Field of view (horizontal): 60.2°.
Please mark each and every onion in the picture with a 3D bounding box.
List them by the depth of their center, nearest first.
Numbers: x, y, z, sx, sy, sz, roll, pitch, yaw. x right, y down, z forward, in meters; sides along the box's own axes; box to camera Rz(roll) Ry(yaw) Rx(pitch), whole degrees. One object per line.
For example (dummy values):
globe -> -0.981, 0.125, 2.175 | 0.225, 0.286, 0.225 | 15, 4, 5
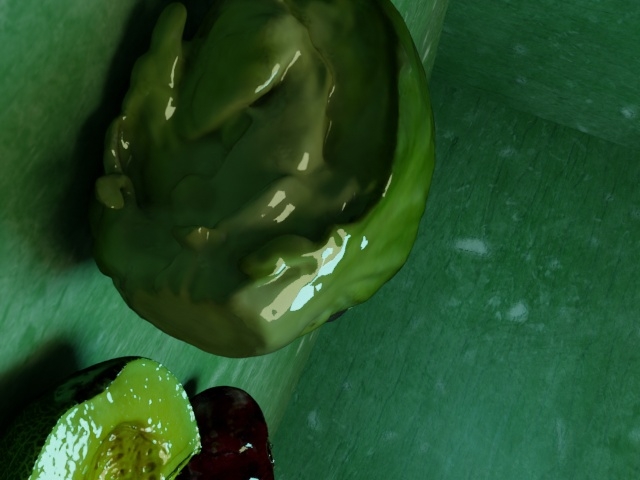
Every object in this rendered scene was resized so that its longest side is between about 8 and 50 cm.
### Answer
onion -> -0.184, 0.391, 0.956 | 0.221, 0.281, 0.281 | 10, -106, 55

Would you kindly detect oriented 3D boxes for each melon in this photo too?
melon -> -0.238, 0.202, 0.522 | 0.265, 0.129, 0.169 | -38, 127, -65

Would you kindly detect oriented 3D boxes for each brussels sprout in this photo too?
brussels sprout -> -0.034, -0.063, 0.547 | 0.315, 0.276, 0.371 | 83, 31, -64

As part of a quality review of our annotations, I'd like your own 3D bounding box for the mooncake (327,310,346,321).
mooncake -> -0.011, 0.019, 1.071 | 0.283, 0.141, 0.283 | -26, 126, -41
